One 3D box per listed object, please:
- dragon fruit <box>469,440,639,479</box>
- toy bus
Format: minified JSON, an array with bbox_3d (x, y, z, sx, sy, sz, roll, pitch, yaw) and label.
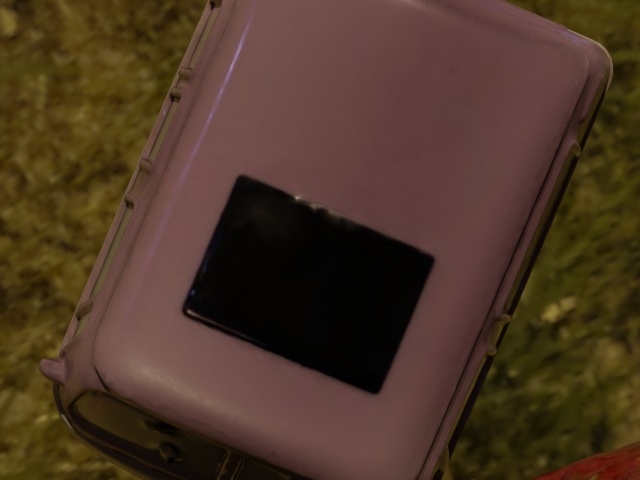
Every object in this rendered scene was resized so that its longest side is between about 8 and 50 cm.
[{"bbox_3d":[0.084,0.182,0.505,0.244,0.244,0.298,28,89,-38],"label":"dragon fruit"},{"bbox_3d":[0.000,0.000,0.645,0.142,0.202,0.142,23,1,-3],"label":"toy bus"}]
